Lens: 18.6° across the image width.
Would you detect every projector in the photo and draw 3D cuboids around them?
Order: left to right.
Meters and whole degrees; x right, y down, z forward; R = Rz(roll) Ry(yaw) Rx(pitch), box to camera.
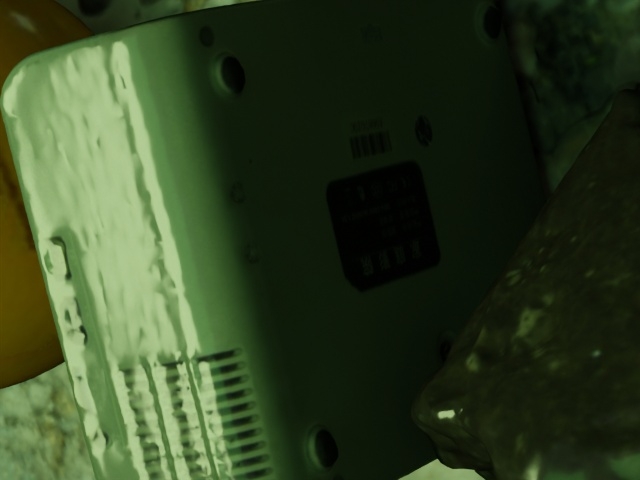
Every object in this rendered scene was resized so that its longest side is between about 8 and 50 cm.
[{"bbox_3d":[0.000,0.000,0.815,0.108,0.250,0.198,-11,93,35],"label":"projector"}]

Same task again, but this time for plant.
[{"bbox_3d":[0.179,0.026,0.716,0.276,0.199,0.188,-43,32,0],"label":"plant"}]

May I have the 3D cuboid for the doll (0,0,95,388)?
[{"bbox_3d":[-0.187,-0.029,0.996,0.236,0.213,0.213,177,78,-78],"label":"doll"}]
